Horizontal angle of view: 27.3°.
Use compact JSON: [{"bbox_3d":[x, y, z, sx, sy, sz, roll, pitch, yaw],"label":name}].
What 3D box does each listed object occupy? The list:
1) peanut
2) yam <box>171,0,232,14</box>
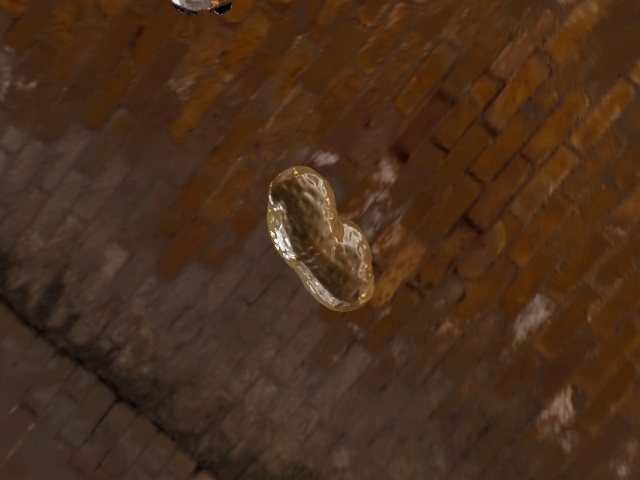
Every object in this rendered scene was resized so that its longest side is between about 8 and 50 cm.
[{"bbox_3d":[0.000,0.000,0.843,0.054,0.054,0.113,-23,-57,13],"label":"peanut"},{"bbox_3d":[-0.086,-0.232,0.930,0.084,0.127,0.084,-1,-122,1],"label":"yam"}]
